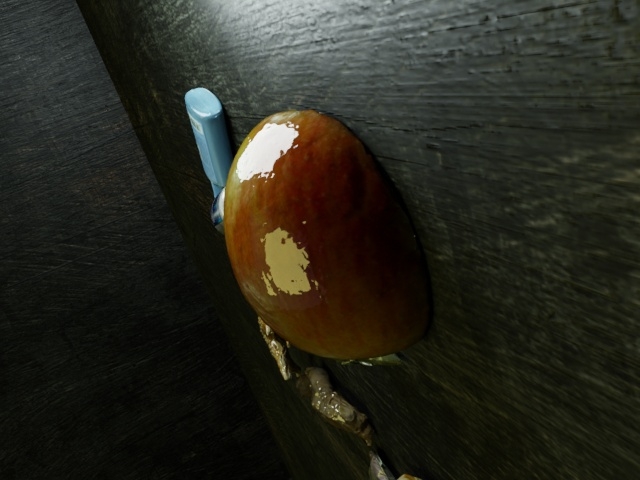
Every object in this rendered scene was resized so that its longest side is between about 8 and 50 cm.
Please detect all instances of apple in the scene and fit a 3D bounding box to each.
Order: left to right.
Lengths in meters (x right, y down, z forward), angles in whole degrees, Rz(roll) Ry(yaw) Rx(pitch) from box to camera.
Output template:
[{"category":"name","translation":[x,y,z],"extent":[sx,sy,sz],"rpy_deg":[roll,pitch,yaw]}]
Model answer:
[{"category":"apple","translation":[0.000,0.000,0.666],"extent":[0.345,0.254,0.179],"rpy_deg":[66,-158,-8]}]

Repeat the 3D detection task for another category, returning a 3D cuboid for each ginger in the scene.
[{"category":"ginger","translation":[0.022,0.355,1.191],"extent":[0.122,0.084,0.290],"rpy_deg":[45,167,-25]}]

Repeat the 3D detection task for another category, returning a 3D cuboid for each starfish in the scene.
[{"category":"starfish","translation":[-0.106,0.223,1.243],"extent":[0.302,0.060,0.299],"rpy_deg":[-104,-2,-82]}]

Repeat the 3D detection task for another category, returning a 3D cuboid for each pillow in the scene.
[{"category":"pillow","translation":[0.139,0.540,1.161],"extent":[0.130,0.038,0.232],"rpy_deg":[55,162,31]}]

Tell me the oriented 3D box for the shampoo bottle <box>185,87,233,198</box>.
[{"category":"shampoo bottle","translation":[-0.220,-0.185,1.112],"extent":[0.104,0.061,0.258],"rpy_deg":[50,157,34]}]

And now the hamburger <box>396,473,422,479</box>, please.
[{"category":"hamburger","translation":[0.153,0.566,0.856],"extent":[0.284,0.174,0.304],"rpy_deg":[62,-165,-12]}]

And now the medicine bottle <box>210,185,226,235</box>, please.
[{"category":"medicine bottle","translation":[-0.156,-0.058,1.037],"extent":[0.107,0.107,0.191],"rpy_deg":[65,162,-4]}]

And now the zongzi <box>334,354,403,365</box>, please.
[{"category":"zongzi","translation":[0.062,0.112,0.803],"extent":[0.131,0.062,0.154],"rpy_deg":[-9,91,50]}]
